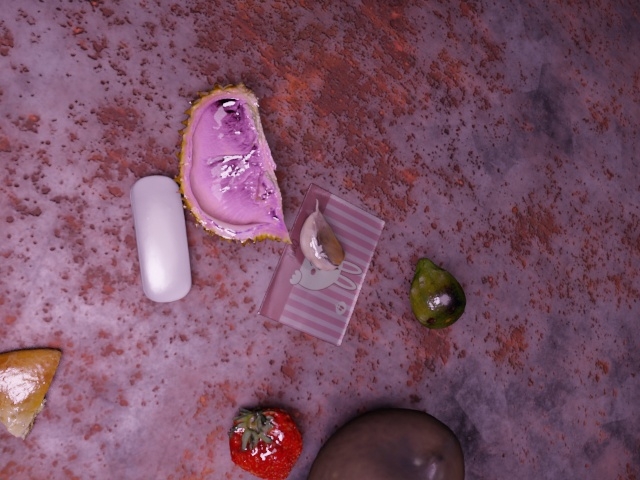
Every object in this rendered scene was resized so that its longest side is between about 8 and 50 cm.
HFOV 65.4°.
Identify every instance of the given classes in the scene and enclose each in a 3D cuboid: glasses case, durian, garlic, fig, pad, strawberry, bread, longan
[{"bbox_3d":[-0.293,-0.003,0.919,0.092,0.059,0.233,-9,91,-21],"label":"glasses case"},{"bbox_3d":[-0.183,-0.134,0.951,0.191,0.112,0.341,-14,84,-13],"label":"durian"},{"bbox_3d":[-0.006,0.003,1.032,0.152,0.066,0.084,58,43,-13],"label":"garlic"},{"bbox_3d":[0.250,0.113,1.120,0.123,0.123,0.156,-8,52,-22],"label":"fig"},{"bbox_3d":[0.011,0.053,1.067,0.202,0.005,0.299,26,78,-19],"label":"pad"},{"bbox_3d":[-0.099,0.385,0.952,0.131,0.131,0.148,-51,135,-17],"label":"strawberry"},{"bbox_3d":[-0.492,0.233,0.831,0.136,0.054,0.154,-41,105,-22],"label":"bread"},{"bbox_3d":[0.120,0.469,0.951,0.350,0.288,0.288,-36,100,-29],"label":"longan"}]
